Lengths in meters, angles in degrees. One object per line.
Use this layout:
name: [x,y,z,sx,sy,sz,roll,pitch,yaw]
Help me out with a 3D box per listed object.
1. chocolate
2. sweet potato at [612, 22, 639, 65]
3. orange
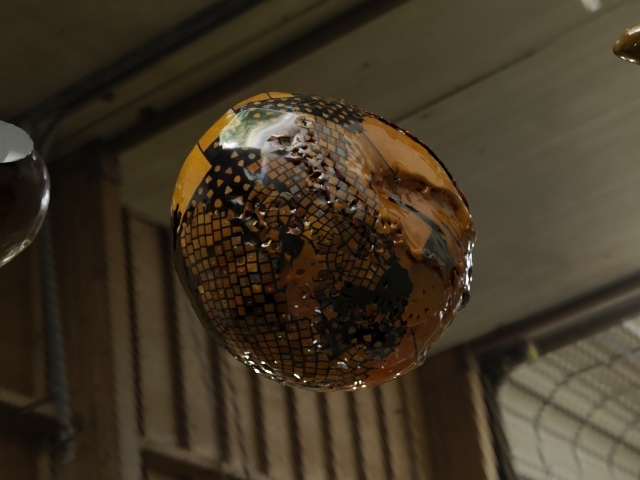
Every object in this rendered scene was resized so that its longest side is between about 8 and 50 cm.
chocolate: [-0.305,-0.030,1.299,0.127,0.124,0.133,-100,13,-58]
sweet potato: [0.192,-0.065,0.599,0.044,0.179,0.044,-7,-76,-30]
orange: [0.000,0.000,1.044,0.234,0.182,0.234,26,-135,-30]
